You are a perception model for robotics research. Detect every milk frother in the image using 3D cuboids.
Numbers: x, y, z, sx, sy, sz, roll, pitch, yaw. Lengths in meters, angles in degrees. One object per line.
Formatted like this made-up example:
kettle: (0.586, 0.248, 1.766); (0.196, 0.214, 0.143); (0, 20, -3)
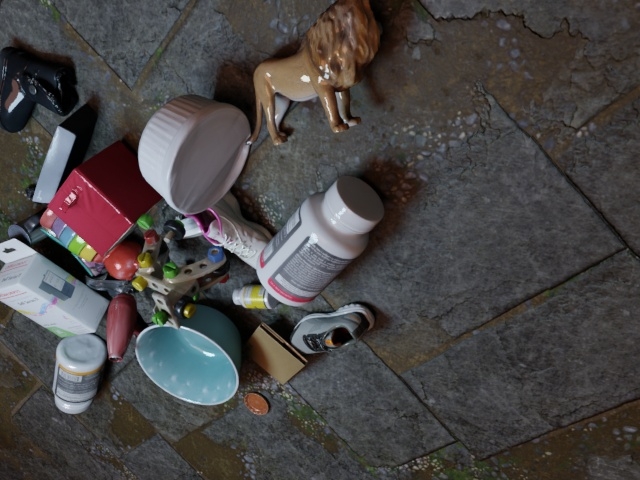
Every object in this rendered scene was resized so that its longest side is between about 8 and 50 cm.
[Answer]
milk frother: (-0.867, -0.069, 1.821); (0.143, 0.135, 0.129); (33, 126, 6)

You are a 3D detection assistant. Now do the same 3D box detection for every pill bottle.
pill bottle: (-0.176, 0.151, 1.649); (0.116, 0.065, 0.065); (0, 117, 27)
pill bottle: (-0.826, 0.457, 2.084); (0.162, 0.162, 0.278); (31, 127, 8)
pill bottle: (0.000, 0.000, 1.408); (0.176, 0.176, 0.318); (43, 127, -1)

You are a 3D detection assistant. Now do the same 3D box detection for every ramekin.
ramekin: (-0.292, -0.205, 1.391); (0.127, 0.273, 0.273); (31, 127, 21)

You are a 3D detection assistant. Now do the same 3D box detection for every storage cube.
storage cube: (-0.551, -0.109, 1.600); (0.193, 0.215, 0.183); (45, 126, -11)

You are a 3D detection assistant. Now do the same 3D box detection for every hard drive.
hard drive: (-0.675, -0.224, 1.621); (0.054, 0.172, 0.255); (29, 122, -11)

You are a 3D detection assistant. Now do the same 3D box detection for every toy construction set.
toy construction set: (-0.398, 0.124, 1.586); (0.257, 0.237, 0.309); (28, 147, -2)

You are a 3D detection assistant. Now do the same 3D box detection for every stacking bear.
stacking bear: (-0.625, -0.007, 1.732); (0.289, 0.164, 0.175); (42, 127, -7)

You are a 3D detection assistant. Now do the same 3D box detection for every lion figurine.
lion figurine: (-0.041, -0.336, 1.265); (0.392, 0.142, 0.240); (-7, 106, 34)

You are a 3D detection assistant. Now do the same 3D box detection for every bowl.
bowl: (-0.350, 0.303, 1.744); (0.311, 0.163, 0.312); (9, 127, 12)

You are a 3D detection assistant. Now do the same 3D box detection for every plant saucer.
plant saucer: (-0.196, 0.503, 1.890); (0.083, 0.013, 0.084); (11, 121, 20)

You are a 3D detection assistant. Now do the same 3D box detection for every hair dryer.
hair dryer: (-0.529, 0.248, 1.752); (0.080, 0.293, 0.224); (-14, 107, 16)

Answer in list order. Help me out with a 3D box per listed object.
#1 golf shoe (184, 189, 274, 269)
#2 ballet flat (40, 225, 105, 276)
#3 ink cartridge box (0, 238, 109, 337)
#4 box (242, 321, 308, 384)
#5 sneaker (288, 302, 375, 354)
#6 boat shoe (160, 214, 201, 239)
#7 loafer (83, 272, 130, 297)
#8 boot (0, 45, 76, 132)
golf shoe: (-0.222, -0.010, 1.536); (0.306, 0.140, 0.115); (46, 126, -6)
ballet flat: (-0.728, 0.012, 1.824); (0.221, 0.079, 0.077); (51, 159, -28)
ink cartridge box: (-0.854, 0.154, 1.860); (0.207, 0.119, 0.353); (-14, 135, 37)
box: (-0.133, 0.322, 1.713); (0.164, 0.021, 0.201); (40, 145, 2)
sneaker: (0.012, 0.244, 1.584); (0.271, 0.108, 0.100); (-27, 106, 37)
boat shoe: (-0.365, -0.039, 1.641); (0.184, 0.066, 0.063); (-11, 85, 41)
loafer: (-0.655, 0.127, 1.884); (0.170, 0.062, 0.061); (16, 100, 16)
boot: (-0.757, -0.368, 1.622); (0.207, 0.094, 0.247); (27, 120, 15)
